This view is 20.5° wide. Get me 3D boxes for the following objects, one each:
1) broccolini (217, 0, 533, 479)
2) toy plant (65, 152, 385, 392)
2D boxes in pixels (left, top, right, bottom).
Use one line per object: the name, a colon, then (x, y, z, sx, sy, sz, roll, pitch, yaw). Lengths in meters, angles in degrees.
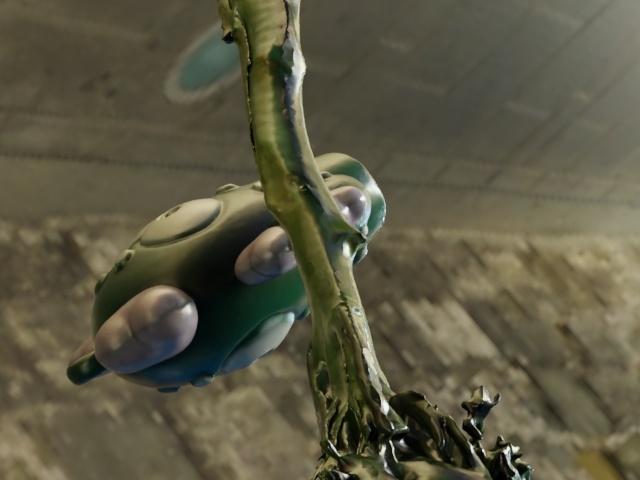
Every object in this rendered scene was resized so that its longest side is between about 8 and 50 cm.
broccolini: (0.008, -0.002, 0.471, 0.057, 0.254, 0.071, -18, 138, 9)
toy plant: (-0.065, 0.026, 1.149, 0.243, 0.112, 0.232, -33, -179, -3)
